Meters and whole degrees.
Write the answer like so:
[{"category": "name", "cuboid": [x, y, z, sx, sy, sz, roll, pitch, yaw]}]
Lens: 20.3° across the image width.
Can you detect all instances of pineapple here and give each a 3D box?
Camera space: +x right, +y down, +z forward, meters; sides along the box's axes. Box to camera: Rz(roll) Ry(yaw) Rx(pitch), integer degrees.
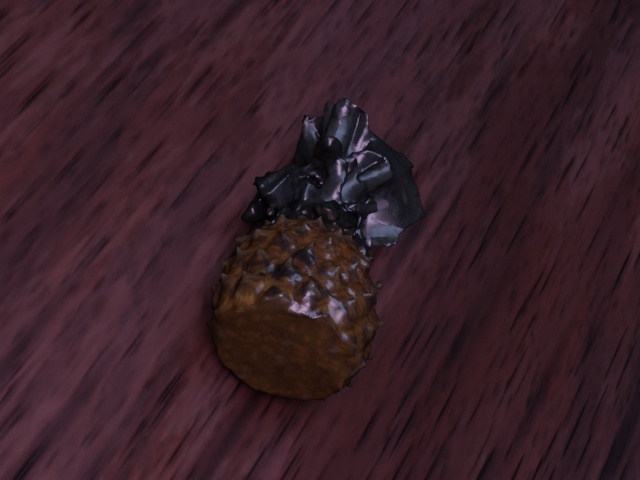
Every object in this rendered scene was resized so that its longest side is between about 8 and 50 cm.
[{"category": "pineapple", "cuboid": [0.000, 0.000, 1.193, 0.111, 0.119, 0.237, 0, 39, 16]}]
